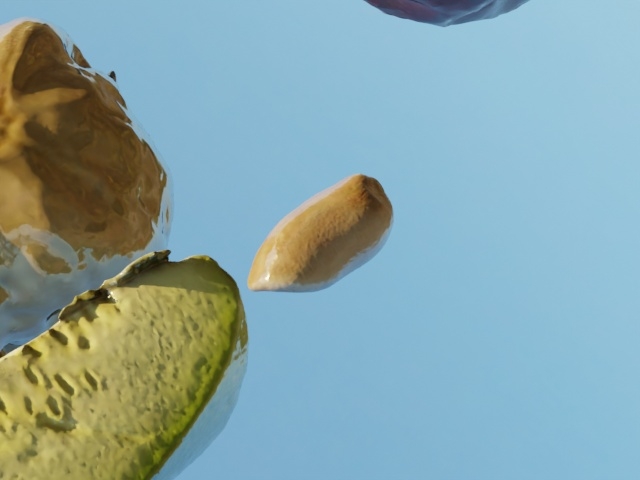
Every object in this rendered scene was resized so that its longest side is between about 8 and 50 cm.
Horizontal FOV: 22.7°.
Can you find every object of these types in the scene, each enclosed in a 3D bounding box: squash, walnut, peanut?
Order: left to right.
[{"bbox_3d":[-0.149,0.106,0.667,0.093,0.169,0.252,56,-146,5],"label":"squash"},{"bbox_3d":[-0.328,-0.035,1.573,0.384,0.383,0.383,27,-147,-19],"label":"walnut"},{"bbox_3d":[0.000,0.000,1.352,0.152,0.076,0.076,-37,-104,-23],"label":"peanut"}]

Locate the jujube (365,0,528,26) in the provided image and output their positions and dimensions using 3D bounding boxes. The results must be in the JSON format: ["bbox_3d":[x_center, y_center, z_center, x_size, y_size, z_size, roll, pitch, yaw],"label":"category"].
[{"bbox_3d":[0.018,-0.262,0.836,0.342,0.216,0.216,46,-149,16],"label":"jujube"}]
